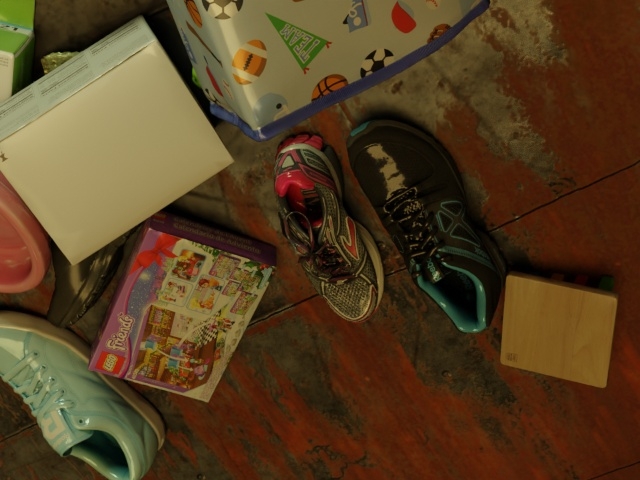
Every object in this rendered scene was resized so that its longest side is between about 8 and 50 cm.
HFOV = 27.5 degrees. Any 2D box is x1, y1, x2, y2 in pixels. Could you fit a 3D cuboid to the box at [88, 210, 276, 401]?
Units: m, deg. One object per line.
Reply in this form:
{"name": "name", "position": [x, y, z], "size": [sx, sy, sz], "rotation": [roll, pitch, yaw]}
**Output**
{"name": "box", "position": [-0.212, 0.103, 1.981], "size": [0.201, 0.057, 0.293], "rotation": [18, 123, -16]}

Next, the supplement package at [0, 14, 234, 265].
{"name": "supplement package", "position": [-0.286, -0.135, 1.749], "size": [0.262, 0.145, 0.204], "rotation": [-33, 118, -1]}

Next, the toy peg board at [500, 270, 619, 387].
{"name": "toy peg board", "position": [0.357, 0.114, 1.920], "size": [0.160, 0.079, 0.161], "rotation": [12, 124, 20]}

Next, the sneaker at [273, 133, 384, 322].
{"name": "sneaker", "position": [0.000, 0.000, 1.871], "size": [0.120, 0.112, 0.299], "rotation": [-16, 119, 18]}

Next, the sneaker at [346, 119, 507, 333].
{"name": "sneaker", "position": [0.154, -0.021, 1.817], "size": [0.125, 0.140, 0.341], "rotation": [-30, 112, 26]}

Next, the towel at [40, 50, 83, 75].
{"name": "towel", "position": [-0.313, -0.218, 1.832], "size": [0.148, 0.027, 0.110], "rotation": [-2, 119, 10]}

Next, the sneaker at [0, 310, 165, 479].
{"name": "sneaker", "position": [-0.404, 0.255, 2.068], "size": [0.366, 0.150, 0.135], "rotation": [37, 119, -14]}

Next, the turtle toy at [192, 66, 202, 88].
{"name": "turtle toy", "position": [-0.115, -0.210, 1.783], "size": [0.130, 0.066, 0.095], "rotation": [28, 122, -9]}

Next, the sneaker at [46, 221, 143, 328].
{"name": "sneaker", "position": [-0.353, 0.002, 1.943], "size": [0.130, 0.109, 0.286], "rotation": [29, 112, -2]}

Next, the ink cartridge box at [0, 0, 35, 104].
{"name": "ink cartridge box", "position": [-0.492, -0.290, 1.774], "size": [0.188, 0.097, 0.255], "rotation": [13, 123, 1]}

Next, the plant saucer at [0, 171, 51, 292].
{"name": "plant saucer", "position": [-0.525, -0.056, 1.872], "size": [0.332, 0.084, 0.332], "rotation": [20, 147, 14]}

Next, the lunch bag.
{"name": "lunch bag", "position": [0.002, -0.354, 1.567], "size": [0.385, 0.239, 0.328], "rotation": [-28, 117, -12]}
